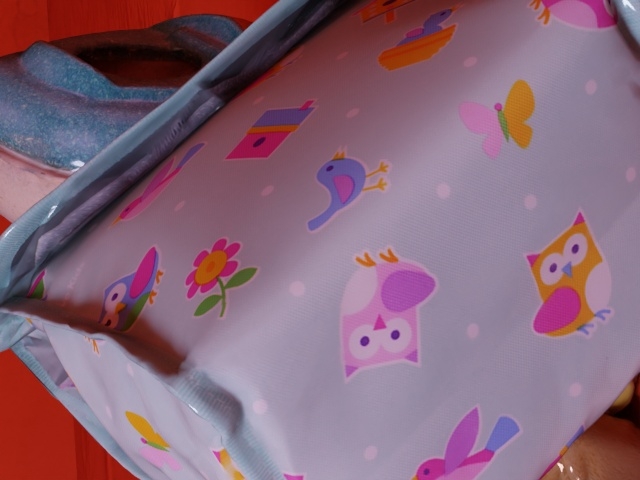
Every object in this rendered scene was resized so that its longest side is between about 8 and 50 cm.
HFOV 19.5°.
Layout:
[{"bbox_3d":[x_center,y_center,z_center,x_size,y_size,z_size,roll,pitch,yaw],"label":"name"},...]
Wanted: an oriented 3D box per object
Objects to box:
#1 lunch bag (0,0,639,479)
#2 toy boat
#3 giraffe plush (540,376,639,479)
[{"bbox_3d":[0.000,0.000,0.716,0.160,0.223,0.262,54,163,-25],"label":"lunch bag"},{"bbox_3d":[-0.040,-0.059,1.073,0.318,0.267,0.148,27,118,39],"label":"toy boat"},{"bbox_3d":[0.029,0.104,0.817,0.181,0.170,0.210,-110,27,-54],"label":"giraffe plush"}]
